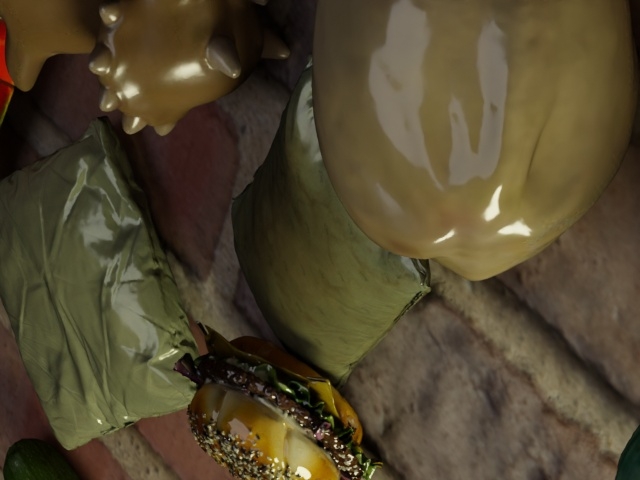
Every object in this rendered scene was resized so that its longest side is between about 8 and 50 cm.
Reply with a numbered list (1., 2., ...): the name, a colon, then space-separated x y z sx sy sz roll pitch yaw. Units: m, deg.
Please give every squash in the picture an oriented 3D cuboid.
1. squash: -0.250 0.284 1.772 0.219 0.068 0.077 51 154 22

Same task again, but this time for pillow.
1. pillow: 0.000 0.000 1.328 0.185 0.075 0.302 62 159 12
2. pillow: -0.226 0.051 1.651 0.280 0.076 0.274 -22 87 51

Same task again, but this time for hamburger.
1. hamburger: -0.042 0.148 1.418 0.189 0.093 0.164 20 154 47

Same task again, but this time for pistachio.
1. pistachio: 0.096 -0.139 1.127 0.226 0.207 0.332 -112 20 -85

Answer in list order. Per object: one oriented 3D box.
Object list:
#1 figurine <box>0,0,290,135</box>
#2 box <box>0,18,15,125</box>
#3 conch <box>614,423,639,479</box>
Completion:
1. figurine: -0.152 -0.165 1.397 0.247 0.177 0.173 -15 94 6
2. box: -0.372 -0.169 1.698 0.313 0.089 0.197 -61 43 42
3. conch: 0.274 0.158 1.080 0.196 0.134 0.202 -44 57 4
